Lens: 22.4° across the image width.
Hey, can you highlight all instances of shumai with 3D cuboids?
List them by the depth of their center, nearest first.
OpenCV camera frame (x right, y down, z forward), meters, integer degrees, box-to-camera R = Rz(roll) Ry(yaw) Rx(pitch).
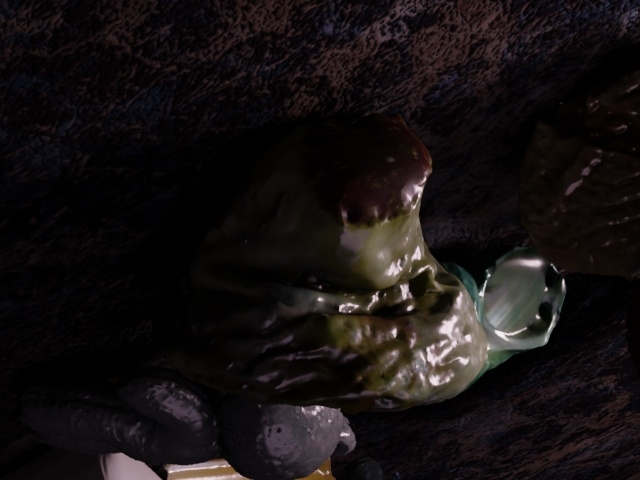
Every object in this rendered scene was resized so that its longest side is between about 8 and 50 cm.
[{"bbox_3d":[0.000,0.000,1.515,0.309,0.304,0.263,-6,113,-34],"label":"shumai"},{"bbox_3d":[0.387,-0.088,1.689,0.346,0.217,0.283,-28,176,20],"label":"shumai"}]

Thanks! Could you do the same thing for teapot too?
[{"bbox_3d":[0.078,0.343,2.250,0.064,0.083,0.049,-23,153,-10],"label":"teapot"}]

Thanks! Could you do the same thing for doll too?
[{"bbox_3d":[-0.140,0.158,1.676,0.340,0.158,0.246,4,157,12],"label":"doll"}]

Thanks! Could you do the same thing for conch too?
[{"bbox_3d":[0.152,0.081,1.803,0.202,0.134,0.196,17,91,-46],"label":"conch"}]

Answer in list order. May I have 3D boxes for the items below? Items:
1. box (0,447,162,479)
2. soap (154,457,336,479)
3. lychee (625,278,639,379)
[{"bbox_3d":[-0.257,0.363,1.865,0.203,0.116,0.274,-30,129,9],"label":"box"},{"bbox_3d":[-0.121,0.352,2.091,0.274,0.089,0.173,0,142,-42],"label":"soap"},{"bbox_3d":[0.524,0.093,1.995,0.300,0.264,0.264,-31,153,4],"label":"lychee"}]
